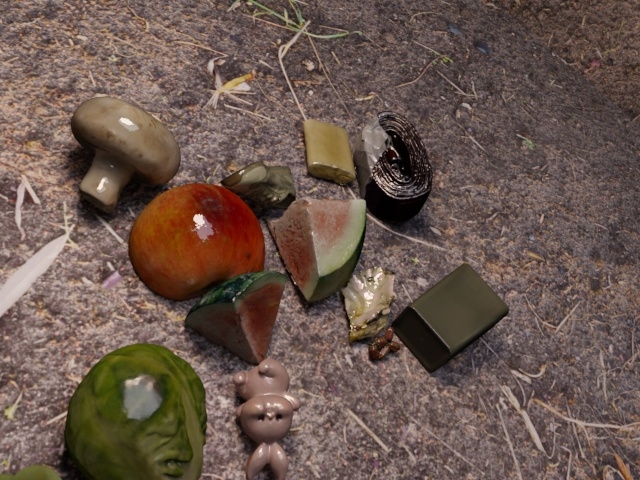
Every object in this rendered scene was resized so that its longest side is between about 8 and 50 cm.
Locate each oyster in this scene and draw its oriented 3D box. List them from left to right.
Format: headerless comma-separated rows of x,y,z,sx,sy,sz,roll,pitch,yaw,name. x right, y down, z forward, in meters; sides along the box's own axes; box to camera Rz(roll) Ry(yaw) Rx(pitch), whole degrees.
0.118,0.143,1.699,0.133,0.072,0.209,-8,38,0,oyster

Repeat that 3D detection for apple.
-0.237,-0.009,1.541,0.293,0.163,0.251,-4,55,-32,apple

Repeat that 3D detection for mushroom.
-0.429,-0.175,1.557,0.244,0.243,0.243,17,46,-19,mushroom

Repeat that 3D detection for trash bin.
0.302,0.181,1.747,0.240,0.122,0.164,-26,70,-41,trash bin

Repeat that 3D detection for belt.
0.187,-0.191,1.968,0.184,0.164,0.289,-6,63,-10,belt

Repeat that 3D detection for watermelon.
-0.155,0.137,1.485,0.207,0.202,0.136,-25,42,-37,watermelon
0.000,0.000,1.706,0.231,0.193,0.310,49,53,-9,watermelon

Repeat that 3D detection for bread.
0.020,-0.237,1.969,0.139,0.060,0.178,15,47,-22,bread

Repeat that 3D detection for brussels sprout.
-0.291,0.310,1.206,0.271,0.210,0.219,59,25,7,brussels sprout

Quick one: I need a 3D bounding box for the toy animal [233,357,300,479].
-0.095,0.332,1.370,0.124,0.124,0.212,11,45,-24,toy animal

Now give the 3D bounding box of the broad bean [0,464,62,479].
-0.470,0.423,1.080,0.228,0.100,0.169,-10,51,-23,broad bean

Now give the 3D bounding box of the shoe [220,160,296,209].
-0.132,-0.120,1.705,0.275,0.103,0.098,-5,65,-63,shoe

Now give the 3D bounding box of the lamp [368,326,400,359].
0.140,0.237,1.650,0.083,0.031,0.063,-33,111,-34,lamp
